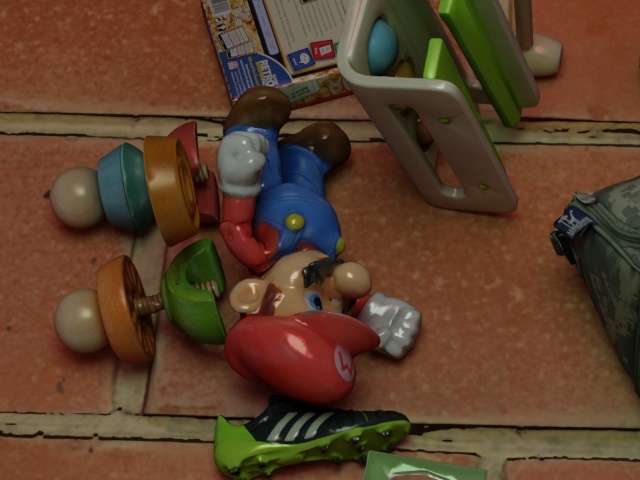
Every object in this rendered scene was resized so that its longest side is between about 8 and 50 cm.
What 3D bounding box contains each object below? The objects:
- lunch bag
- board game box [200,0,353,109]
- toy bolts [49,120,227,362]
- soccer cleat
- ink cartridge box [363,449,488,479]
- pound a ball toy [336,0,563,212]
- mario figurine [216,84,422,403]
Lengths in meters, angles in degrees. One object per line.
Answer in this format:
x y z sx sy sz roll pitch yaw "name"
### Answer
0.388 0.023 1.560 0.305 0.212 0.256 -21 47 -7 "lunch bag"
-0.013 -0.212 1.816 0.193 0.045 0.146 -15 59 -4 "board game box"
-0.185 -0.021 1.643 0.158 0.218 0.228 -12 41 5 "toy bolts"
-0.010 0.168 1.585 0.179 0.060 0.072 -11 56 1 "soccer cleat"
0.073 0.292 1.501 0.109 0.062 0.209 8 60 9 "ink cartridge box"
0.120 -0.165 1.651 0.136 0.319 0.208 7 71 21 "pound a ball toy"
0.000 0.000 1.612 0.198 0.170 0.320 1 53 -11 "mario figurine"
